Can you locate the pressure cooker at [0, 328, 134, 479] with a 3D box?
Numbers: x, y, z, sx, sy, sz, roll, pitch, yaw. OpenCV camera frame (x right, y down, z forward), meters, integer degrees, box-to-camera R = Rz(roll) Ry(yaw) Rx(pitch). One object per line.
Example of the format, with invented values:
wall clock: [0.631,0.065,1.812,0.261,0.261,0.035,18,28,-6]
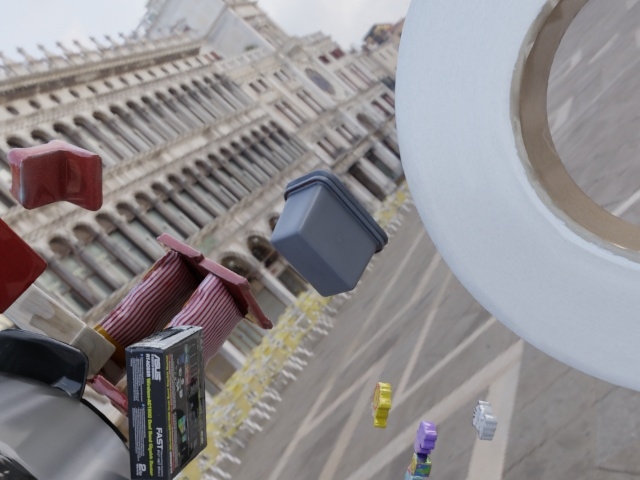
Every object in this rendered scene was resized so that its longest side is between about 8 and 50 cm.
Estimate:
pressure cooker: [-0.318,0.297,0.594,0.369,0.376,0.420,-28,-1,-7]

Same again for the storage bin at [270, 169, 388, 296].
storage bin: [0.000,0.000,0.879,0.098,0.135,0.091,-18,33,42]

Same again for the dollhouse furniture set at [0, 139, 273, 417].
dollhouse furniture set: [-0.217,0.050,0.778,0.201,0.152,0.374,-52,-32,-18]

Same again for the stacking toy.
stacking toy: [0.136,0.310,1.019,0.052,0.166,0.221,-101,22,-71]

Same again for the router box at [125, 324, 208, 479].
router box: [-0.138,0.146,0.666,0.092,0.038,0.123,-22,-69,-77]

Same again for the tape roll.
tape roll: [0.234,-0.089,0.470,0.392,0.392,0.072,-48,-14,32]
